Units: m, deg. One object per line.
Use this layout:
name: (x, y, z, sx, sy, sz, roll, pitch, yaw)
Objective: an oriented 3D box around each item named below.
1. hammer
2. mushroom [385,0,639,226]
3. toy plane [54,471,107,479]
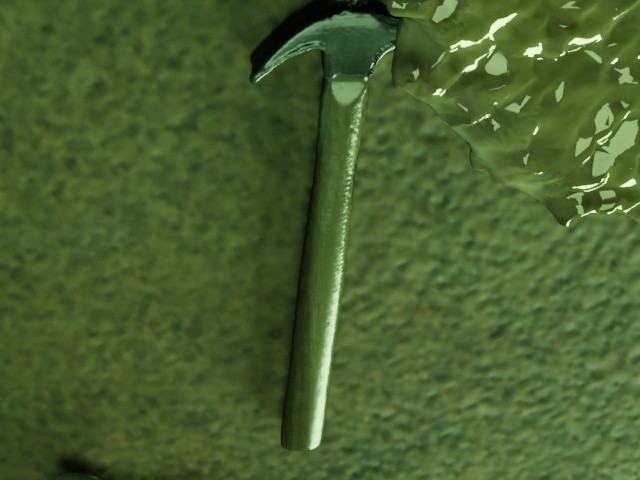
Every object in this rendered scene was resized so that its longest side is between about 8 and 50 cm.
hammer: (0.000, 0.000, 0.597, 0.062, 0.017, 0.182, 3, 123, -9)
mushroom: (0.173, -0.066, 0.431, 0.208, 0.302, 0.233, -43, 138, -18)
toy plane: (-0.068, 0.114, 0.651, 0.080, 0.033, 0.083, -33, 121, 30)
